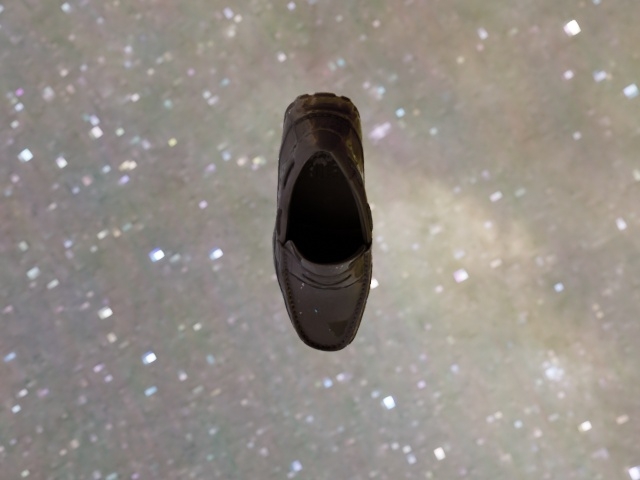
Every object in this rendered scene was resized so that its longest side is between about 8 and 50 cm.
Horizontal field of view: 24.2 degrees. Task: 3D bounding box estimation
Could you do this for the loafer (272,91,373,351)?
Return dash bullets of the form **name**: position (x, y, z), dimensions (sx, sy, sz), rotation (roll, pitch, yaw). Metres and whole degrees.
- **loafer**: position (0.000, 0.000, 1.547), dimensions (0.111, 0.112, 0.319), rotation (-87, -6, -52)
